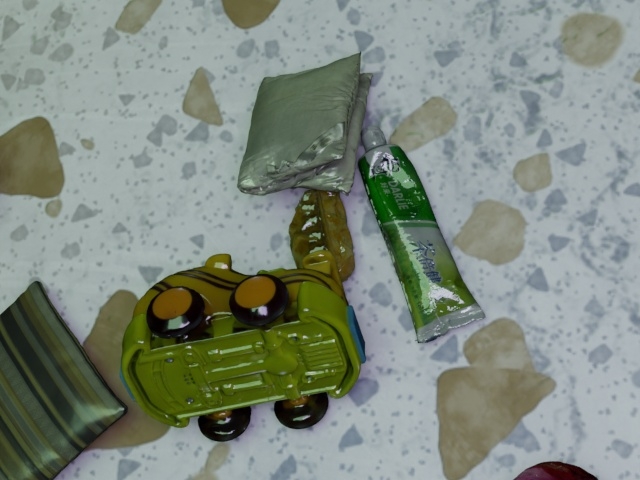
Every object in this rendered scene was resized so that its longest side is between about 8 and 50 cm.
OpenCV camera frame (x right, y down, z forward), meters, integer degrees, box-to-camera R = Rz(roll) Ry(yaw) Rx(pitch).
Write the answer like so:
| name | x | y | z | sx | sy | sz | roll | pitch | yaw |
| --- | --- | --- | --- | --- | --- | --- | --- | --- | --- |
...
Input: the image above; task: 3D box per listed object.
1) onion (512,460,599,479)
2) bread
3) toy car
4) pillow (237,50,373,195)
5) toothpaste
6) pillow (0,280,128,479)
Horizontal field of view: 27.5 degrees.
| name | x | y | z | sx | sy | sz | roll | pitch | yaw |
| --- | --- | --- | --- | --- | --- | --- | --- | --- | --- |
| onion | 0.203 | 0.282 | 1.245 | 0.140 | 0.150 | 0.150 | -8 | 67 | 53 |
| bread | 0.000 | 0.000 | 1.414 | 0.066 | 0.060 | 0.110 | -5 | 69 | -18 |
| toy car | -0.081 | 0.092 | 1.350 | 0.248 | 0.200 | 0.142 | -8 | 44 | 6 |
| pillow | -0.015 | -0.127 | 1.423 | 0.134 | 0.078 | 0.181 | -9 | 45 | 23 |
| toothpaste | 0.095 | -0.013 | 1.398 | 0.078 | 0.047 | 0.248 | -22 | 70 | 5 |
| pillow | -0.339 | 0.183 | 1.460 | 0.212 | 0.052 | 0.208 | -43 | 61 | 7 |
